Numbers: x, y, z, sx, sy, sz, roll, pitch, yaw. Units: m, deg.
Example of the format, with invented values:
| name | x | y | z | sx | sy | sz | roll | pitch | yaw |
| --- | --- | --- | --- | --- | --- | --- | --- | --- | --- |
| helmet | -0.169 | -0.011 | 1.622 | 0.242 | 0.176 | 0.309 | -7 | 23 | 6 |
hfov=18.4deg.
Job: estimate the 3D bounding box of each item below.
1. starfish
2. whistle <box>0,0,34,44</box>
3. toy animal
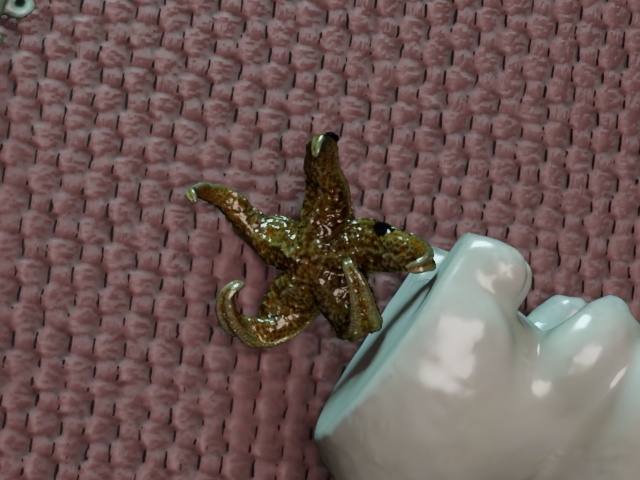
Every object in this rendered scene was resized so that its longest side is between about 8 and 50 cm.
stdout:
| name | x | y | z | sx | sy | sz | roll | pitch | yaw |
| --- | --- | --- | --- | --- | --- | --- | --- | --- | --- |
| starfish | 0.001 | 0.000 | 1.373 | 0.074 | 0.190 | 0.146 | -7 | 91 | -57 |
| whistle | -0.317 | -0.195 | 1.343 | 0.253 | 0.106 | 0.102 | 16 | 50 | -18 |
| toy animal | 0.182 | 0.163 | 1.380 | 0.367 | 0.196 | 0.241 | 24 | 86 | -8 |
